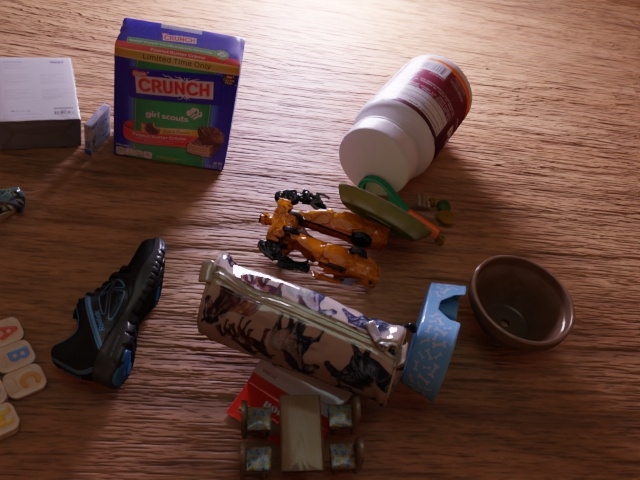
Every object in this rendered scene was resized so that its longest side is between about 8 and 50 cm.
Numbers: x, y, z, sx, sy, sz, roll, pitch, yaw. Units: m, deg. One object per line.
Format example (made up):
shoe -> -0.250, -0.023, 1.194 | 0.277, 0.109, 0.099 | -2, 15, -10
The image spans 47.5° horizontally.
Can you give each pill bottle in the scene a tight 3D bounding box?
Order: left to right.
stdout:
pill bottle -> 0.220, -0.296, 1.860 | 0.224, 0.224, 0.392 | 31, 49, 11

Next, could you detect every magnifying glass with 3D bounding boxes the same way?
magnifying glass -> 0.187, -0.077, 1.745 | 0.231, 0.092, 0.026 | 33, 51, 14

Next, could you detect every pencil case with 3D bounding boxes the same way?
pencil case -> -0.035, 0.160, 1.345 | 0.410, 0.184, 0.160 | 21, 51, 4

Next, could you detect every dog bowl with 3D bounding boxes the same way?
dog bowl -> 0.224, 0.190, 1.450 | 0.074, 0.166, 0.297 | 18, 29, 7

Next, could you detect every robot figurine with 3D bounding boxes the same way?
robot figurine -> 0.000, 0.000, 1.619 | 0.290, 0.085, 0.211 | 18, 58, -1

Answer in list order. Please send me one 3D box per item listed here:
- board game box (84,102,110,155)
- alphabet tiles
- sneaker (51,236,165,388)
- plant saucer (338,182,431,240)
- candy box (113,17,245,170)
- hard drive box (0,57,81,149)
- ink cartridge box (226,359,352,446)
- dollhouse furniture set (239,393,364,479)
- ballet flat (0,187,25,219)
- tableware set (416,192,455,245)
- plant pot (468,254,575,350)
board game box -> -0.520, -0.259, 1.699 | 0.020, 0.090, 0.090 | 22, 47, 3
alphabet tiles -> -0.642, 0.244, 1.270 | 0.277, 0.021, 0.284 | -21, 58, -31
sneaker -> -0.392, 0.113, 1.390 | 0.139, 0.125, 0.341 | 13, 45, 1
plant saucer -> 0.139, -0.057, 1.661 | 0.240, 0.241, 0.037 | 28, 86, 9
candy box -> -0.327, -0.324, 1.658 | 0.268, 0.317, 0.122 | 8, 48, -10
hard drive box -> -0.668, -0.327, 1.715 | 0.181, 0.089, 0.232 | -5, 52, -21
ink cartridge box -> -0.039, 0.279, 1.397 | 0.189, 0.066, 0.232 | 29, 44, 9
dollhouse furniture set -> -0.030, 0.366, 1.228 | 0.212, 0.161, 0.242 | 0, 54, -5
ballet flat -> -0.705, -0.066, 1.496 | 0.188, 0.070, 0.070 | -13, 55, -22
tableware set -> 0.285, -0.051, 1.804 | 0.103, 0.024, 0.154 | 13, 46, -10
plant pot -> 0.428, 0.156, 1.604 | 0.237, 0.110, 0.238 | 8, 49, -9
